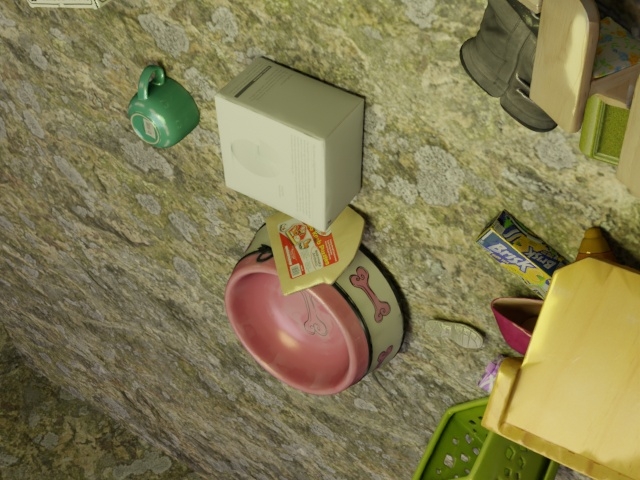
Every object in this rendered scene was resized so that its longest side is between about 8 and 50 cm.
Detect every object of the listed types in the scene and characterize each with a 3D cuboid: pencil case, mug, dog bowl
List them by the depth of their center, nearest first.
[{"bbox_3d":[0.408,0.307,1.654,0.206,0.086,0.088,32,180,11],"label":"pencil case"},{"bbox_3d":[-0.334,-0.264,1.721,0.157,0.097,0.129,51,145,-16],"label":"mug"},{"bbox_3d":[-0.030,0.157,1.815,0.408,0.150,0.408,23,135,25],"label":"dog bowl"}]

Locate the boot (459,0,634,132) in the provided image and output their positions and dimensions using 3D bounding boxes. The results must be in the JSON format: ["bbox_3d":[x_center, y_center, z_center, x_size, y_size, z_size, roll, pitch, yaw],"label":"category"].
[{"bbox_3d":[0.231,-0.298,1.115,0.338,0.118,0.223,54,160,2],"label":"boot"}]

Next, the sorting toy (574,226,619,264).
[{"bbox_3d":[0.525,0.039,1.250,0.366,0.127,0.126,-2,99,42],"label":"sorting toy"}]

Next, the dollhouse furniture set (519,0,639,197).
[{"bbox_3d":[0.361,-0.286,0.795,0.394,0.362,0.256,54,161,39],"label":"dollhouse furniture set"}]

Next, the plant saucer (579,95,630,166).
[{"bbox_3d":[0.439,-0.154,1.131,0.188,0.045,0.188,22,143,26],"label":"plant saucer"}]

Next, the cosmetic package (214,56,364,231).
[{"bbox_3d":[-0.050,-0.171,1.511,0.225,0.138,0.224,27,144,22],"label":"cosmetic package"}]

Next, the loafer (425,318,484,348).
[{"bbox_3d":[0.273,0.181,1.699,0.125,0.039,0.045,15,106,29],"label":"loafer"}]

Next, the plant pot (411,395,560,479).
[{"bbox_3d":[0.360,0.486,1.797,0.207,0.227,0.228,41,147,-12],"label":"plant pot"}]

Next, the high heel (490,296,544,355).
[{"bbox_3d":[0.449,0.156,1.396,0.181,0.127,0.377,41,152,-20],"label":"high heel"}]

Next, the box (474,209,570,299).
[{"bbox_3d":[0.347,0.028,1.425,0.169,0.054,0.059,40,147,2],"label":"box"}]

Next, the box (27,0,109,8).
[{"bbox_3d":[-0.311,-0.462,1.296,0.169,0.290,0.087,13,138,36],"label":"box"}]

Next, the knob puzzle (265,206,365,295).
[{"bbox_3d":[0.000,0.000,1.653,0.213,0.213,0.030,21,172,27],"label":"knob puzzle"}]

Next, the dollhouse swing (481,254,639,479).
[{"bbox_3d":[0.474,0.212,1.287,0.347,0.304,0.315,21,-178,24],"label":"dollhouse swing"}]
